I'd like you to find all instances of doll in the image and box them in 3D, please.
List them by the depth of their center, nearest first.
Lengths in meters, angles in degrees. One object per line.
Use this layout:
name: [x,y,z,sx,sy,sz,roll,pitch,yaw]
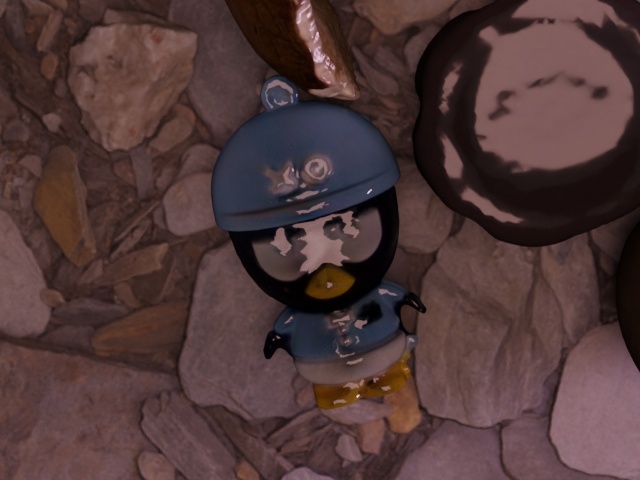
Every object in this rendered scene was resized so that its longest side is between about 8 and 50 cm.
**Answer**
doll: [0.000,0.000,0.926,0.177,0.141,0.314,-16,101,2]

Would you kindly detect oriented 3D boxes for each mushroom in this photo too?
mushroom: [0.030,-0.281,0.834,0.208,0.233,0.302,36,100,-11]

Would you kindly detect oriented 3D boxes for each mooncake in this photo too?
mooncake: [0.200,-0.117,0.901,0.244,0.133,0.245,0,99,2]

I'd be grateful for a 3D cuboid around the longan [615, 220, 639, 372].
longan: [0.404,0.034,0.871,0.300,0.243,0.300,-9,66,21]
